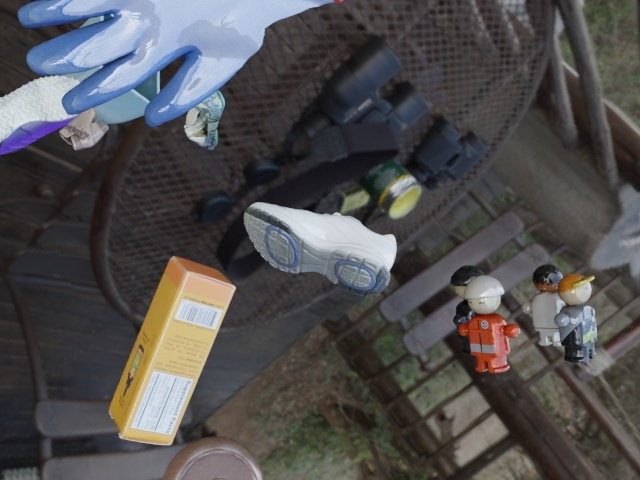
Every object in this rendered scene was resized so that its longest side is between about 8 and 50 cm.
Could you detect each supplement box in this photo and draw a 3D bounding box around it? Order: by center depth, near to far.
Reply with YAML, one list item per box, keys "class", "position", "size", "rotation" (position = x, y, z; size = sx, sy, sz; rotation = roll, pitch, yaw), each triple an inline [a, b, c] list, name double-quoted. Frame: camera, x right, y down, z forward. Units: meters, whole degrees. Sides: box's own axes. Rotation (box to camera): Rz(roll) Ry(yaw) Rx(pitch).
- class: "supplement box"
  position: [-0.197, 0.145, 0.967]
  size: [0.080, 0.078, 0.233]
  rotation: [22, 94, -31]

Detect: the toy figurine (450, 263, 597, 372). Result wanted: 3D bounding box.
- class: "toy figurine"
  position: [0.315, 0.110, 1.158]
  size: [0.209, 0.148, 0.213]
  rotation: [-7, -178, 4]

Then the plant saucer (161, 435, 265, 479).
- class: "plant saucer"
  position: [-0.161, 0.387, 1.126]
  size: [0.168, 0.168, 0.029]
  rotation: [-23, 175, -25]

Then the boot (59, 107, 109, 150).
- class: "boot"
  position: [-0.492, -0.238, 1.498]
  size: [0.087, 0.118, 0.042]
  rotation: [-35, 156, -21]

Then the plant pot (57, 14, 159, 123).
- class: "plant pot"
  position: [-0.670, -0.502, 2.253]
  size: [0.252, 0.248, 0.247]
  rotation: [-22, 147, 24]

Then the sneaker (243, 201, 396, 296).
- class: "sneaker"
  position: [0.000, 0.000, 1.343]
  size: [0.129, 0.297, 0.111]
  rotation: [-55, 164, -47]

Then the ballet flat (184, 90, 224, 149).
- class: "ballet flat"
  position: [-0.226, -0.222, 1.386]
  size: [0.070, 0.070, 0.188]
  rotation: [-25, 164, -22]

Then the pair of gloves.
- class: "pair of gloves"
  position: [-0.084, -0.155, 0.329]
  size: [0.159, 0.023, 0.198]
  rotation: [-26, 118, -2]

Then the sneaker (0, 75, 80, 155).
- class: "sneaker"
  position: [-0.639, -0.261, 1.597]
  size: [0.293, 0.102, 0.146]
  rotation: [-26, 177, -20]
